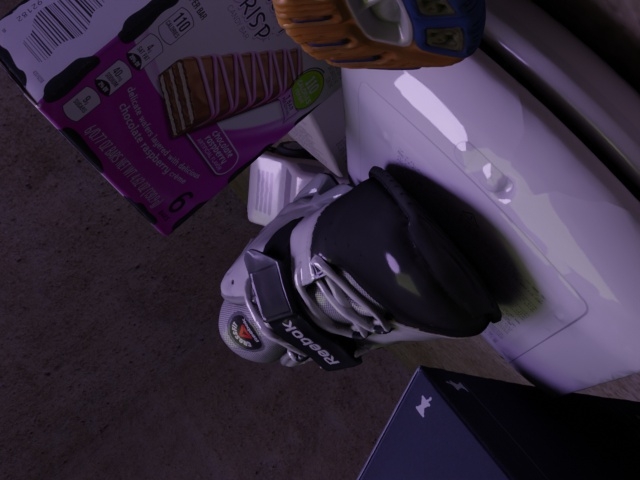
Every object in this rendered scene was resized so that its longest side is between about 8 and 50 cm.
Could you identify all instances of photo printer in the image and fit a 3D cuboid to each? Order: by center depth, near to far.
[{"bbox_3d":[0.123,-0.025,0.569,0.256,0.107,0.307,47,173,12],"label":"photo printer"}]

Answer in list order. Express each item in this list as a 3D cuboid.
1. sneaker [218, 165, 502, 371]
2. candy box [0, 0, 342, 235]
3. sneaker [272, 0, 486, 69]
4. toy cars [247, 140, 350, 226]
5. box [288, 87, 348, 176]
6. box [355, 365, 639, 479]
[{"bbox_3d":[0.007,0.038,0.603,0.122,0.146,0.330,51,172,-8],"label":"sneaker"},{"bbox_3d":[-0.050,-0.128,0.526,0.071,0.233,0.159,45,174,28],"label":"candy box"},{"bbox_3d":[0.011,-0.167,0.305,0.111,0.131,0.296,4,170,6],"label":"sneaker"},{"bbox_3d":[-0.064,-0.115,0.917,0.394,0.176,0.087,48,-155,-5],"label":"toy cars"},{"bbox_3d":[-0.022,-0.174,0.693,0.113,0.094,0.275,43,172,31],"label":"box"},{"bbox_3d":[0.224,0.269,0.616,0.312,0.179,0.343,15,-159,-32],"label":"box"}]
